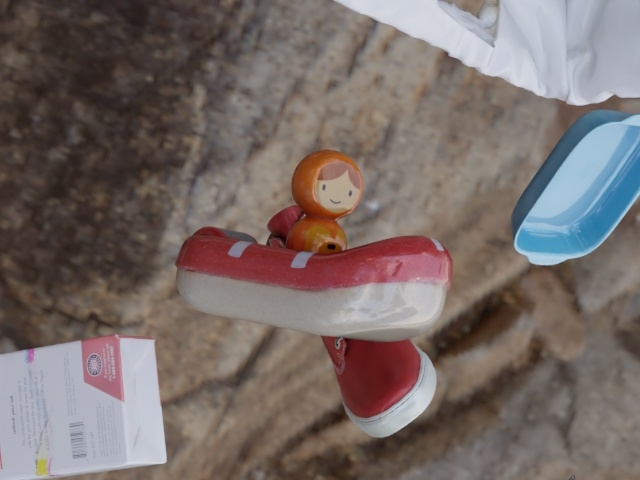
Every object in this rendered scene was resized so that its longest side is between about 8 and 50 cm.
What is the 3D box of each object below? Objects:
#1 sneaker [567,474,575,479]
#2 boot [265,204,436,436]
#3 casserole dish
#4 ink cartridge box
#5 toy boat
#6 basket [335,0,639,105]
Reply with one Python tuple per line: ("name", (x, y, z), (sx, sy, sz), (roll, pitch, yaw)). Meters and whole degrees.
("sneaker", (0.165, 0.268, 1.376), (0.350, 0.131, 0.148), (-24, 136, -4))
("boot", (0.015, 0.061, 1.564), (0.088, 0.244, 0.176), (-34, 113, 5))
("casserole dish", (0.243, -0.054, 1.613), (0.114, 0.037, 0.188), (4, 131, -34))
("ink cartridge box", (-0.242, 0.155, 1.574), (0.067, 0.198, 0.115), (12, 70, -63))
("toy boat", (0.000, 0.000, 1.443), (0.151, 0.231, 0.151), (11, 88, -59))
("basket", (0.223, -0.276, 1.320), (0.328, 0.331, 0.267), (17, 76, -45))
